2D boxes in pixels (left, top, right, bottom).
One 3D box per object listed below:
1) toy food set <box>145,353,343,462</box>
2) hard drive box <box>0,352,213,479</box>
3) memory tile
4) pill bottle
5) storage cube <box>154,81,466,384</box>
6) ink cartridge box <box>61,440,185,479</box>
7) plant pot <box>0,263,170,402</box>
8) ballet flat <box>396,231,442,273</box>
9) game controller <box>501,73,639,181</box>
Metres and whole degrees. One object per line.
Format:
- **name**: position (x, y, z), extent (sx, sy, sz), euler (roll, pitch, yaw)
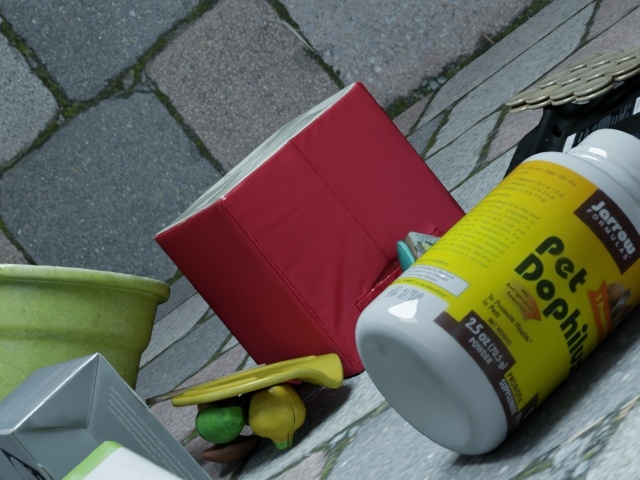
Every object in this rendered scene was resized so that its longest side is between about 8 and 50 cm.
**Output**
- **toy food set**: position (-0.055, 0.148, 1.599), extent (0.128, 0.071, 0.218), euler (-16, -1, -24)
- **hard drive box**: position (-0.165, 0.184, 1.419), extent (0.089, 0.181, 0.232), euler (-42, 7, -18)
- **memory tile**: position (0.242, -0.146, 1.689), extent (0.113, 0.012, 0.148), euler (-30, 13, -24)
- **pill bottle**: position (0.131, 0.026, 1.172), extent (0.215, 0.117, 0.117), euler (-42, 8, -23)
- **storage cube**: position (0.000, 0.000, 1.694), extent (0.183, 0.193, 0.215), euler (-42, 7, -24)
- **ink cartridge box**: position (-0.097, 0.248, 1.094), extent (0.255, 0.097, 0.189), euler (22, 54, 42)
- **plant pot**: position (-0.273, 0.162, 1.636), extent (0.276, 0.254, 0.276), euler (2, -9, 0)
- **ballet flat**: position (0.107, 0.038, 1.455), extent (0.079, 0.077, 0.221), euler (-20, 14, 3)
- **game controller**: position (0.232, -0.076, 1.601), extent (0.166, 0.067, 0.319), euler (-21, 13, 19)
